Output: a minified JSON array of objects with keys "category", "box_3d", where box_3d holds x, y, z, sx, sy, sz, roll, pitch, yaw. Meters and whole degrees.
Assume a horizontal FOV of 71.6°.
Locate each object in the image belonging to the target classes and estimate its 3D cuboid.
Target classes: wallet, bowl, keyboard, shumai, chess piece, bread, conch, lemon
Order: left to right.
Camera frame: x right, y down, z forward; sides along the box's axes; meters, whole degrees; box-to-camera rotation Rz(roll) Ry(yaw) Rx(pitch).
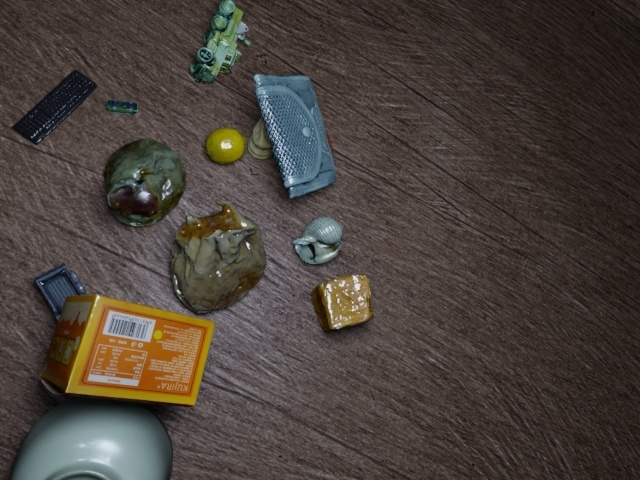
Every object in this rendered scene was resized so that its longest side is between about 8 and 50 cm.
[{"category":"keyboard","box_3d":[-0.755,-0.384,1.272,0.087,0.017,0.250,36,70,-4]},{"category":"bowl","box_3d":[-0.520,0.549,0.994,0.354,0.185,0.353,-1,94,-15]},{"category":"shumai","box_3d":[-0.481,-0.179,1.210,0.222,0.203,0.271,-2,74,-18]},{"category":"shumai","box_3d":[-0.270,0.043,1.190,0.267,0.262,0.314,26,73,-9]},{"category":"lemon","box_3d":[-0.285,-0.286,1.339,0.133,0.109,0.109,-27,86,-24]},{"category":"chess piece","box_3d":[-0.166,-0.320,1.333,0.090,0.200,0.090,3,77,-15]},{"category":"wallet","box_3d":[-0.059,-0.307,1.277,0.237,0.075,0.342,-26,104,-51]},{"category":"conch","box_3d":[0.003,-0.002,1.364,0.153,0.102,0.135,-24,97,13]},{"category":"bread","box_3d":[0.068,0.189,1.316,0.158,0.149,0.143,-7,76,-18]}]

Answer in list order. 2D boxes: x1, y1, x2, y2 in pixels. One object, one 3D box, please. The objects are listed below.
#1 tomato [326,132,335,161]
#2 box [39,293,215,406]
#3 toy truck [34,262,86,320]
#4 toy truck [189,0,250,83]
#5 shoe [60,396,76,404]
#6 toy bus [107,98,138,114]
[{"category":"tomato","box_3d":[-0.046,-0.273,1.415,0.166,0.082,0.174,-5,86,-33]},{"category":"box","box_3d":[-0.449,0.259,1.038,0.284,0.260,0.213,24,67,-37]},{"category":"toy truck","box_3d":[-0.644,0.156,1.140,0.083,0.092,0.192,-32,88,-21]},{"category":"toy truck","box_3d":[-0.307,-0.613,1.404,0.135,0.128,0.259,29,70,-23]},{"category":"shoe","box_3d":[-0.558,0.415,1.115,0.195,0.078,0.079,-7,80,-22]},{"category":"toy bus","box_3d":[-0.585,-0.394,1.313,0.083,0.037,0.031,2,76,-17]}]
